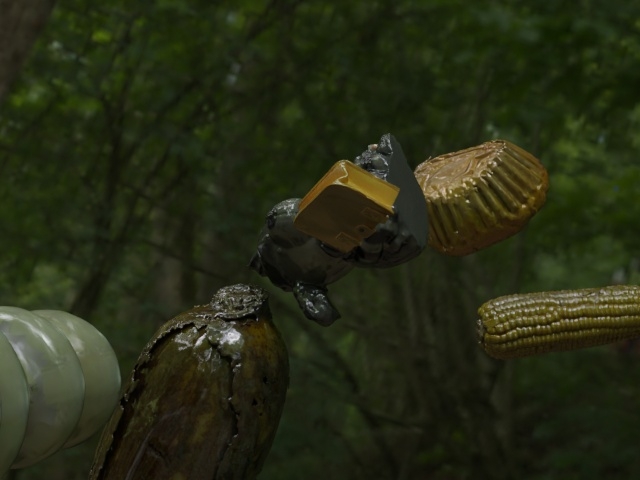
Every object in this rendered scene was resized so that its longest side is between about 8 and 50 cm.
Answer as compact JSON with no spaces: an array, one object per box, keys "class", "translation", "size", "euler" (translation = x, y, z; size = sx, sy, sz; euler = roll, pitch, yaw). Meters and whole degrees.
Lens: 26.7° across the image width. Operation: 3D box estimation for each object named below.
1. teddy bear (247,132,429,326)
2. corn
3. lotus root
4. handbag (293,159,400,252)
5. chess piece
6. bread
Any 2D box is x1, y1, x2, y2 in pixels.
[{"class":"teddy bear","translation":[0.015,0.003,1.620],"size":[0.144,0.251,0.171],"euler":[43,20,-49]},{"class":"corn","translation":[0.302,0.094,1.641],"size":[0.231,0.080,0.080],"euler":[-9,-10,-1]},{"class":"lotus root","translation":[-0.159,0.238,1.669],"size":[0.196,0.398,0.179],"euler":[21,1,16]},{"class":"handbag","translation":[0.020,-0.026,1.110],"size":[0.061,0.027,0.083],"euler":[27,-37,-14]},{"class":"chess piece","translation":[-0.274,0.123,1.121],"size":[0.182,0.182,0.330],"euler":[17,4,16]},{"class":"bread","translation":[0.262,-0.079,2.244],"size":[0.240,0.240,0.139],"euler":[5,-48,56]}]
